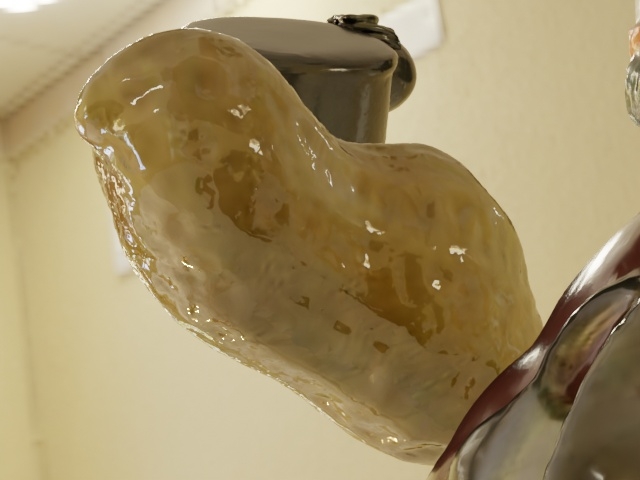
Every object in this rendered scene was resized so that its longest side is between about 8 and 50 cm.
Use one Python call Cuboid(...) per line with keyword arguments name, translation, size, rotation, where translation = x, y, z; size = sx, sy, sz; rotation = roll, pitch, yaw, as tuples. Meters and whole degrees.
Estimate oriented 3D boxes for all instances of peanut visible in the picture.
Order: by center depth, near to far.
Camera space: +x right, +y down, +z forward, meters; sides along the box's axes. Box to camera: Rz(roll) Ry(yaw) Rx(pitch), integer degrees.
Cuboid(name="peanut", translation=(0.000, 0.000, 0.744), size=(0.120, 0.110, 0.236), rotation=(-27, 124, 34))

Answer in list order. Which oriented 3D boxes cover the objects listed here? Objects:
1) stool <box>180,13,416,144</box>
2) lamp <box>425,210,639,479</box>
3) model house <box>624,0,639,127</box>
Cuboid(name="stool", translation=(-0.009, -0.084, 1.312), size=(0.228, 0.139, 0.153), rotation=(-7, -158, -33))
Cuboid(name="lamp", translation=(0.148, 0.103, 0.359), size=(0.303, 0.303, 0.257), rotation=(-20, 137, 29))
Cuboid(name="model house", translation=(0.365, -0.239, 1.436), size=(0.271, 0.301, 0.190), rotation=(-6, 176, 32))
